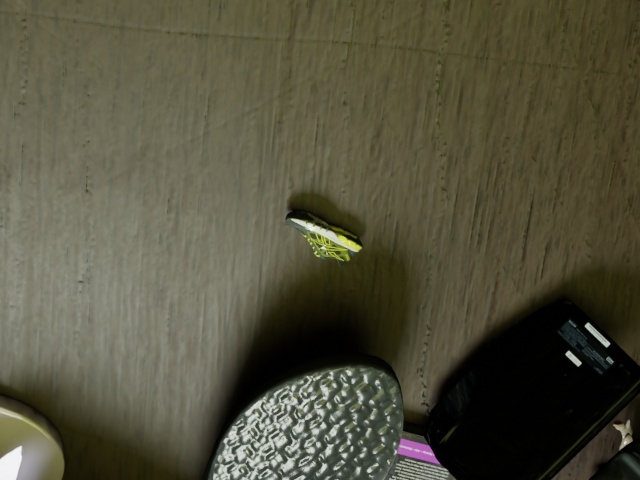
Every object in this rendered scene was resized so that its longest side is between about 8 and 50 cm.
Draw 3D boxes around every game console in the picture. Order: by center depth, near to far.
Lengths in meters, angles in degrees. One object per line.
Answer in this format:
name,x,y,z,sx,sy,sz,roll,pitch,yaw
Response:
game console,0.285,0.244,1.378,0.213,0.044,0.361,-45,71,4

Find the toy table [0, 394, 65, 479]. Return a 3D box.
toy table,-0.387,0.256,1.346,0.274,0.161,0.252,-15,114,-3

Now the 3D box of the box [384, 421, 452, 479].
box,0.071,0.268,1.489,0.116,0.029,0.162,17,108,-14

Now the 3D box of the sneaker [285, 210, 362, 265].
sneaker,0.000,0.000,1.363,0.083,0.031,0.035,25,107,-17

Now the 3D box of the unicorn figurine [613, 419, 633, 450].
unicorn figurine,0.342,0.240,1.498,0.162,0.060,0.111,-12,113,-3

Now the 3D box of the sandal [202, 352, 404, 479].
sandal,-0.058,0.265,1.441,0.167,0.107,0.446,18,122,-16
